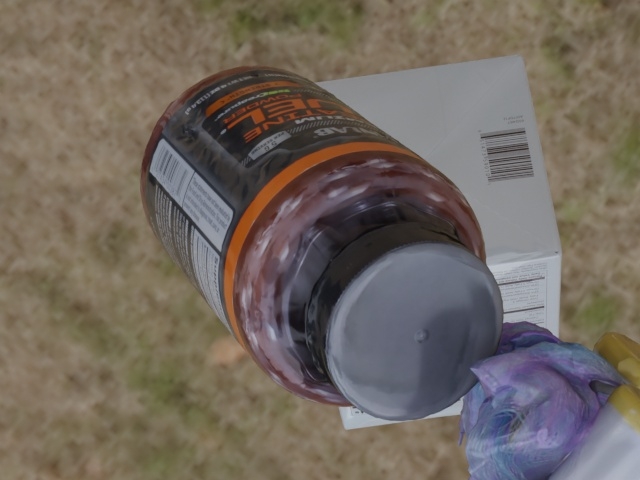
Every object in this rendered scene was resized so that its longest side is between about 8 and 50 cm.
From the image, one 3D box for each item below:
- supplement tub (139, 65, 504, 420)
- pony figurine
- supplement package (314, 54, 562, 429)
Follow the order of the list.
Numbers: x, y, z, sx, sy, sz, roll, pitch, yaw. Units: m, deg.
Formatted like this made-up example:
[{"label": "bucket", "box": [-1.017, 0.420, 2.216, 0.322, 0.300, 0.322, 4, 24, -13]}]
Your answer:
[{"label": "supplement tub", "box": [0.000, 0.000, 0.637, 0.106, 0.106, 0.198, 58, 172, -29]}, {"label": "pony figurine", "box": [0.039, 0.208, 0.623, 0.351, 0.363, 0.303, 28, -167, -37]}, {"label": "supplement package", "box": [0.093, 0.009, 1.335, 0.198, 0.199, 0.263, -8, 148, 3]}]
